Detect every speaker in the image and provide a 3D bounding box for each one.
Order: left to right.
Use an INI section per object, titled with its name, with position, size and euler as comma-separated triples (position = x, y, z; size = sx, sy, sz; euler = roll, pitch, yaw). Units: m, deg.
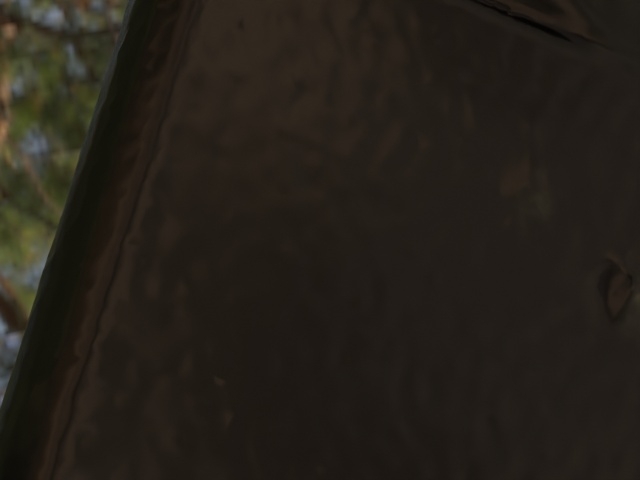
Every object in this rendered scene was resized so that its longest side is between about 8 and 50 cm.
[speaker]
position = 0.000, 0.000, 0.559
size = 0.180, 0.184, 0.388
euler = 21, -113, -18
